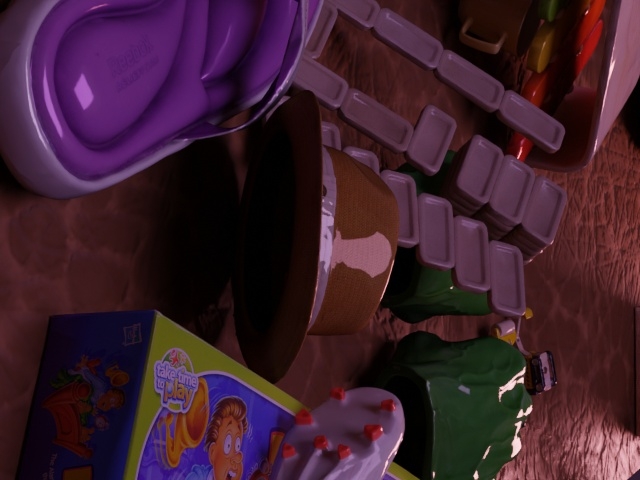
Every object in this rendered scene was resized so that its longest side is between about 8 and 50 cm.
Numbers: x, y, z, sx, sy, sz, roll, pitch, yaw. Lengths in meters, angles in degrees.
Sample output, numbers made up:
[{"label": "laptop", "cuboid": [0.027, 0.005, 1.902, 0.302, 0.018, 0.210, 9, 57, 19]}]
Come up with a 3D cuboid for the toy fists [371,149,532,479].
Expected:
[{"label": "toy fists", "cuboid": [0.097, 0.069, 1.346, 0.142, 0.096, 0.279, -3, 89, -45]}]

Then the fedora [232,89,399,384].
[{"label": "fedora", "cuboid": [0.000, 0.000, 1.105, 0.079, 0.194, 0.194, 9, 76, -18]}]

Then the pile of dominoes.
[{"label": "pile of dominoes", "cuboid": [0.065, -0.065, 1.267, 0.251, 0.040, 0.196, 32, 51, -11]}]

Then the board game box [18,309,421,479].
[{"label": "board game box", "cuboid": [-0.059, 0.213, 1.074, 0.347, 0.078, 0.233, 39, 54, -52]}]

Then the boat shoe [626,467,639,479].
[{"label": "boat shoe", "cuboid": [0.376, 0.249, 1.782, 0.183, 0.065, 0.083, -39, 138, -8]}]

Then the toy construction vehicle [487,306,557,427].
[{"label": "toy construction vehicle", "cuboid": [0.172, 0.115, 1.539, 0.086, 0.035, 0.098, -20, 102, -48]}]

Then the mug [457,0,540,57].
[{"label": "mug", "cuboid": [0.153, -0.199, 1.492, 0.078, 0.064, 0.062, -22, 133, -66]}]

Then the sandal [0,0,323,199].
[{"label": "sandal", "cuboid": [-0.061, -0.144, 1.086, 0.416, 0.102, 0.169, -53, 131, -49]}]

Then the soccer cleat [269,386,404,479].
[{"label": "soccer cleat", "cuboid": [-0.003, 0.164, 1.041, 0.196, 0.068, 0.076, -54, 146, -47]}]

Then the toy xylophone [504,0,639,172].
[{"label": "toy xylophone", "cuboid": [0.249, -0.209, 1.516, 0.236, 0.081, 0.322, -51, 156, -43]}]

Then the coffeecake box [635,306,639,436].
[{"label": "coffeecake box", "cuboid": [0.436, 0.141, 1.834, 0.068, 0.186, 0.142, 17, 72, -59]}]
